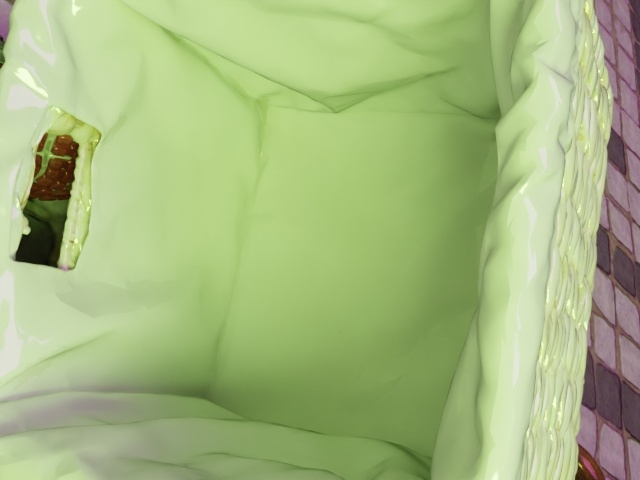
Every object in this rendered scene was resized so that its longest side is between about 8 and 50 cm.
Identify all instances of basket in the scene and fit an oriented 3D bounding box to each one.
[{"bbox_3d":[0.000,0.000,0.570,0.266,0.331,0.328,23,73,-62],"label":"basket"}]

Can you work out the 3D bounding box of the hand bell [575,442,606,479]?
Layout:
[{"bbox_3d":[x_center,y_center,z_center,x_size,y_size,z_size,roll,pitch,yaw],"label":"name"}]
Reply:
[{"bbox_3d":[0.364,0.342,1.152,0.242,0.126,0.126,55,38,1],"label":"hand bell"}]

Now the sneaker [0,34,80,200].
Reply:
[{"bbox_3d":[-0.216,-0.097,0.638,0.225,0.088,0.092,27,48,-44],"label":"sneaker"}]
